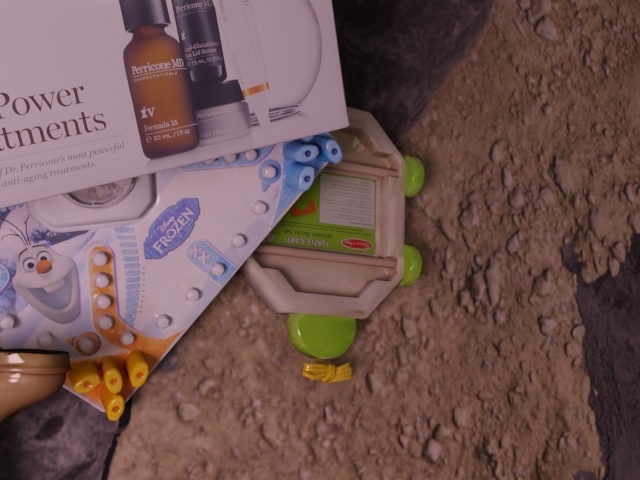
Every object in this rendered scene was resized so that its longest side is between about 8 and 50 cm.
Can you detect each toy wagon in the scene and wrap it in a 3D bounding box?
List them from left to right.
[{"bbox_3d":[0.000,0.000,0.967,0.267,0.068,0.344,7,79,-28],"label":"toy wagon"}]

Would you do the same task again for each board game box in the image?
[{"bbox_3d":[-0.218,-0.070,0.758,0.390,0.050,0.390,-50,119,-6],"label":"board game box"}]

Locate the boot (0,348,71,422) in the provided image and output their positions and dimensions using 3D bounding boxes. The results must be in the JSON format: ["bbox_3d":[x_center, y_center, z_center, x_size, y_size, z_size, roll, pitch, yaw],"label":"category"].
[{"bbox_3d":[-0.310,0.235,0.692,0.089,0.236,0.269,10,72,-63],"label":"boot"}]

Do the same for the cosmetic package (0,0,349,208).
[{"bbox_3d":[-0.176,-0.198,0.663,0.377,0.097,0.284,-17,108,-21],"label":"cosmetic package"}]
